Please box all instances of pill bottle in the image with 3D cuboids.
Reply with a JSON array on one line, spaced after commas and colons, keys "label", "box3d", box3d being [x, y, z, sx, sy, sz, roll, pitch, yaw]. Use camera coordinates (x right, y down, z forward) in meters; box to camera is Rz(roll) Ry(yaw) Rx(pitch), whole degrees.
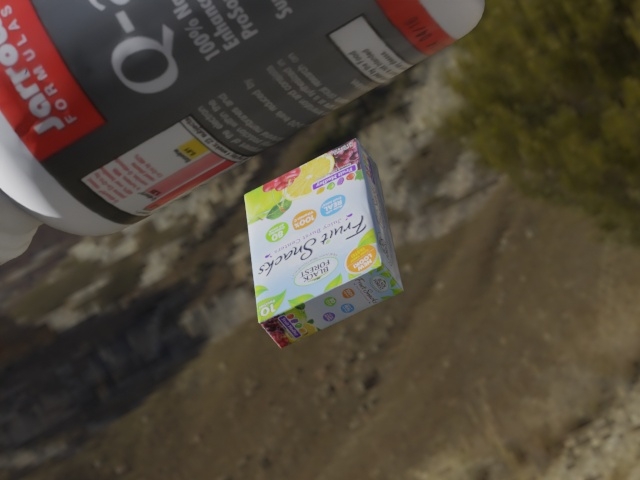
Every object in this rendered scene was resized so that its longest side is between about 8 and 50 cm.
[{"label": "pill bottle", "box3d": [-0.106, -0.130, 0.985, 0.363, 0.210, 0.210, -29, 5, 14]}]

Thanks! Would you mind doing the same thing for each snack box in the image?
[{"label": "snack box", "box3d": [0.000, 0.000, 1.219, 0.100, 0.037, 0.141, -27, 40, 16]}]
